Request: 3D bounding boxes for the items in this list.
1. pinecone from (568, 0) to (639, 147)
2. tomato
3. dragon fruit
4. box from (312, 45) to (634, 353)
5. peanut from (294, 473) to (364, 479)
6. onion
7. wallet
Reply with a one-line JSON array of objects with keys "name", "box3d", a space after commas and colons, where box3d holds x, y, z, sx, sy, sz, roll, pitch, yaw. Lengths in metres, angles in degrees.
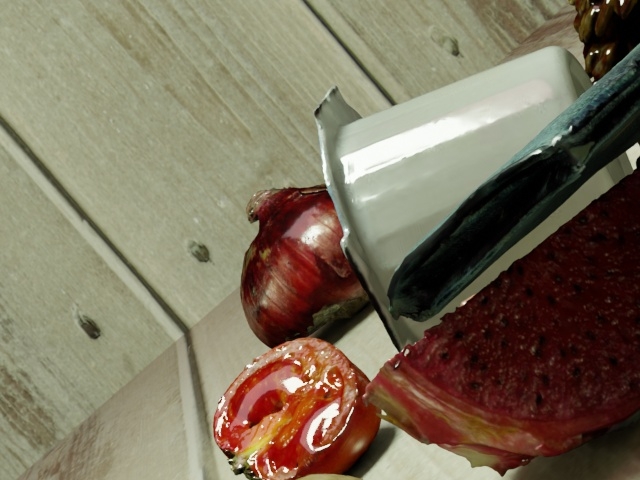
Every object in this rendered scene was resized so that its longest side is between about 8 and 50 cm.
[{"name": "pinecone", "box3d": [0.312, -0.180, 1.540, 0.202, 0.229, 0.201, -29, 44, -26]}, {"name": "tomato", "box3d": [-0.008, 0.166, 1.580, 0.139, 0.091, 0.159, -51, 35, -10]}, {"name": "dragon fruit", "box3d": [0.148, 0.071, 1.177, 0.274, 0.126, 0.161, -37, -6, -28]}, {"name": "box", "box3d": [0.152, -0.023, 1.503, 0.206, 0.291, 0.262, -24, 53, 18]}, {"name": "peanut", "box3d": [-0.010, 0.211, 1.317, 0.076, 0.076, 0.152, -36, 3, 36]}, {"name": "onion", "box3d": [0.000, 0.000, 2.219, 0.272, 0.195, 0.272, -43, -4, -3]}, {"name": "wallet", "box3d": [0.195, -0.089, 1.143, 0.379, 0.046, 0.190, -37, -9, -41]}]
